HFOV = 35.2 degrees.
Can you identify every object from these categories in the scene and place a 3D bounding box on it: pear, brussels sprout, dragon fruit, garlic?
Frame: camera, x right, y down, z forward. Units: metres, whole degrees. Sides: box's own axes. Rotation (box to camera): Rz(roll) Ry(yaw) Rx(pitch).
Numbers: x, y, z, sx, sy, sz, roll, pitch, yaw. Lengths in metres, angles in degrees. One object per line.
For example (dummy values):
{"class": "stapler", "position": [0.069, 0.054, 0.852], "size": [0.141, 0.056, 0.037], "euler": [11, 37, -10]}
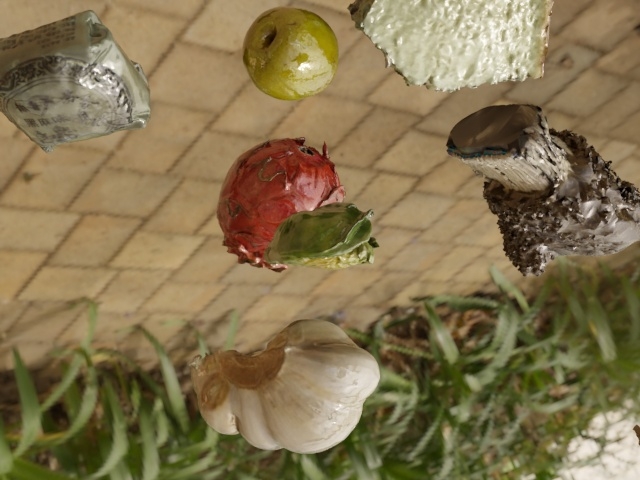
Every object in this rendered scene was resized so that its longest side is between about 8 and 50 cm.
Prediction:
{"class": "pear", "position": [-0.046, -0.294, 1.587], "size": [0.149, 0.148, 0.162], "euler": [-31, 158, 20]}
{"class": "brussels sprout", "position": [-0.001, -0.003, 1.448], "size": [0.181, 0.100, 0.139], "euler": [5, -170, 34]}
{"class": "dragon fruit", "position": [-0.076, -0.063, 1.828], "size": [0.241, 0.241, 0.252], "euler": [-10, 117, -24]}
{"class": "garlic", "position": [-0.039, 0.220, 1.452], "size": [0.281, 0.184, 0.203], "euler": [-25, 164, 26]}

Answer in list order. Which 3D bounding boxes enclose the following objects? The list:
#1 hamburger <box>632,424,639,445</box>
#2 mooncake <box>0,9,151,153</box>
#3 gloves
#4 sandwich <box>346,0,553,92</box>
{"class": "hamburger", "position": [0.404, 0.205, 0.876], "size": [0.243, 0.286, 0.146], "euler": [-59, 144, -23]}
{"class": "mooncake", "position": [-0.436, -0.258, 1.739], "size": [0.255, 0.136, 0.250], "euler": [-14, 150, 12]}
{"class": "gloves", "position": [0.295, -0.055, 1.285], "size": [0.312, 0.135, 0.210], "euler": [30, 150, -26]}
{"class": "sandwich", "position": [0.205, -0.373, 1.578], "size": [0.326, 0.131, 0.262], "euler": [-9, 129, -9]}
